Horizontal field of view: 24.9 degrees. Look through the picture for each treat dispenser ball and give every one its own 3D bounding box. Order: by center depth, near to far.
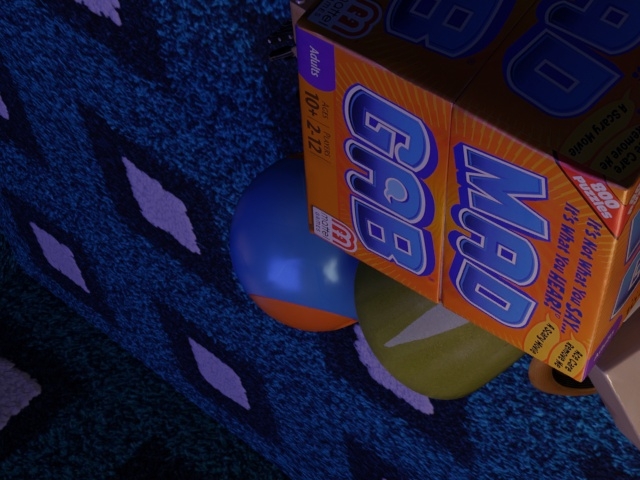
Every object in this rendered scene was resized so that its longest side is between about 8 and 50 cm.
[{"bbox_3d":[0.000,0.000,2.289,0.288,0.288,0.288,38,156,21],"label":"treat dispenser ball"}]

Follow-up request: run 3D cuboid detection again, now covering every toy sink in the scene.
[{"bbox_3d":[0.462,0.198,1.935,0.234,0.153,0.131,57,178,-22],"label":"toy sink"}]

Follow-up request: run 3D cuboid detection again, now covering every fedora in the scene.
[{"bbox_3d":[0.383,0.152,2.091,0.194,0.194,0.079,84,177,-55],"label":"fedora"}]

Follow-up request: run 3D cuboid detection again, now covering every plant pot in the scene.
[{"bbox_3d":[0.242,0.056,2.040,0.275,0.275,0.293,50,141,-7],"label":"plant pot"}]

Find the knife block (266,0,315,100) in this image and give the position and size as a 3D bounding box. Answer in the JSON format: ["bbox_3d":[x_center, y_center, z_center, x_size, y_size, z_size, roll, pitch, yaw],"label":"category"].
[{"bbox_3d":[0.042,-0.254,2.062,0.276,0.088,0.242,35,155,27],"label":"knife block"}]

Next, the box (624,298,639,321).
[{"bbox_3d":[0.372,0.026,1.825,0.091,0.170,0.130,51,157,-4],"label":"box"}]

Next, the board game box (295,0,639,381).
[{"bbox_3d":[0.223,-0.148,1.511,0.356,0.356,0.356,29,152,20],"label":"board game box"}]
